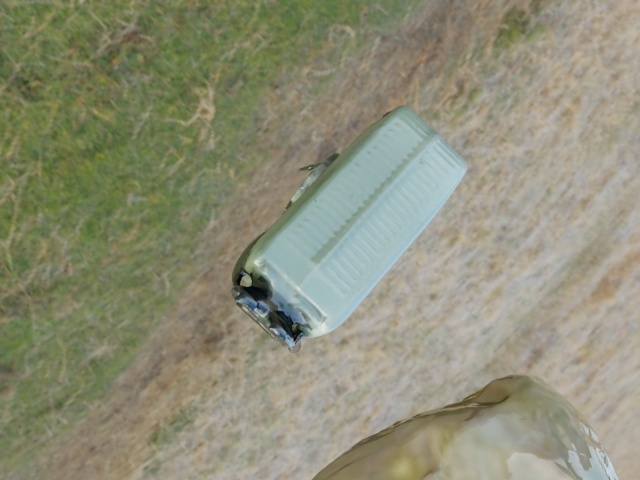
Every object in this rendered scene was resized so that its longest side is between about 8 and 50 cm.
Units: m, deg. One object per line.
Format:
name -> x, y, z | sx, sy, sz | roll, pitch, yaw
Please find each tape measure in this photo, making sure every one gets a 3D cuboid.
tape measure -> 0.000, 0.000, 0.776 | 0.235, 0.115, 0.207 | -47, -176, -21

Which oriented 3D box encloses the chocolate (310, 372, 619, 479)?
chocolate -> 0.000, 0.183, 0.343 | 0.309, 0.134, 0.134 | -48, 153, 3
